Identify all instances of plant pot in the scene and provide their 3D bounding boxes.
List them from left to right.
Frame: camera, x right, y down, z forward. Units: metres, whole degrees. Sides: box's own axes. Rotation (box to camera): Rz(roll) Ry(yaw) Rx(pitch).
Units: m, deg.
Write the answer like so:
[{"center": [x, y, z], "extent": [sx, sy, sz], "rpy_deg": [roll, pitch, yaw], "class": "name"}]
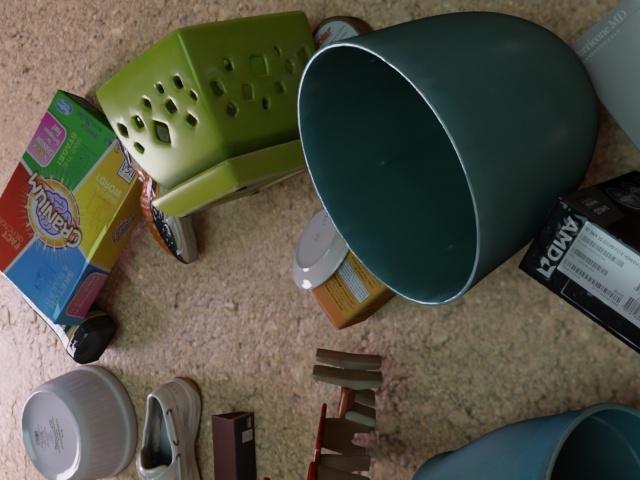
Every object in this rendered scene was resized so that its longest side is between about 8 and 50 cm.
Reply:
[{"center": [-0.128, -0.162, 1.182], "extent": [0.228, 0.227, 0.207], "rpy_deg": [-20, 91, 48], "class": "plant pot"}, {"center": [0.152, -0.112, 0.949], "extent": [0.293, 0.235, 0.293], "rpy_deg": [43, 149, 34], "class": "plant pot"}, {"center": [0.240, 0.329, 0.995], "extent": [0.255, 0.271, 0.272], "rpy_deg": [-19, 85, 51], "class": "plant pot"}]

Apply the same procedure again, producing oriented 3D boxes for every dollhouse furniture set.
[{"center": [-0.005, 0.296, 1.139], "extent": [0.135, 0.259, 0.262], "rpy_deg": [8, 101, 1], "class": "dollhouse furniture set"}]

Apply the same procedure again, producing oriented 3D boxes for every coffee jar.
[{"center": [-0.440, 0.127, 1.541], "extent": [0.184, 0.079, 0.096], "rpy_deg": [44, 118, 22], "class": "coffee jar"}]

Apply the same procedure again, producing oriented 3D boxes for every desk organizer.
[{"center": [-0.136, 0.334, 1.375], "extent": [0.050, 0.047, 0.130], "rpy_deg": [3, 98, 37], "class": "desk organizer"}]

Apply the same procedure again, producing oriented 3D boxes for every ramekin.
[{"center": [-0.433, 0.332, 1.546], "extent": [0.207, 0.109, 0.207], "rpy_deg": [6, 100, 34], "class": "ramekin"}]

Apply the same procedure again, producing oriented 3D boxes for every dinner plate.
[{"center": [0.000, 0.000, 1.200], "extent": [0.141, 0.017, 0.141], "rpy_deg": [-39, 35, 34], "class": "dinner plate"}]

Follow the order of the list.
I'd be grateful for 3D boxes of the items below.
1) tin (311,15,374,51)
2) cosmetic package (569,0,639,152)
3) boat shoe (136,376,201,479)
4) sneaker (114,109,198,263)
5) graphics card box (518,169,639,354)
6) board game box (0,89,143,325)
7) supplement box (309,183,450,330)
[{"center": [0.052, -0.219, 1.174], "extent": [0.106, 0.040, 0.190], "rpy_deg": [-45, 71, 26], "class": "tin"}, {"center": [0.381, -0.148, 0.910], "extent": [0.127, 0.107, 0.238], "rpy_deg": [-45, 73, 34], "class": "cosmetic package"}, {"center": [-0.259, 0.365, 1.435], "extent": [0.098, 0.096, 0.277], "rpy_deg": [7, 101, 34], "class": "boat shoe"}, {"center": [-0.216, -0.090, 1.348], "extent": [0.099, 0.121, 0.263], "rpy_deg": [24, 135, 51], "class": "sneaker"}, {"center": [0.401, 0.075, 0.846], "extent": [0.371, 0.232, 0.094], "rpy_deg": [38, 121, 26], "class": "graphics card box"}, {"center": [-0.419, -0.055, 1.464], "extent": [0.242, 0.064, 0.317], "rpy_deg": [36, 101, 26], "class": "board game box"}, {"center": [0.093, 0.021, 1.151], "extent": [0.233, 0.078, 0.080], "rpy_deg": [-45, 71, 31], "class": "supplement box"}]
